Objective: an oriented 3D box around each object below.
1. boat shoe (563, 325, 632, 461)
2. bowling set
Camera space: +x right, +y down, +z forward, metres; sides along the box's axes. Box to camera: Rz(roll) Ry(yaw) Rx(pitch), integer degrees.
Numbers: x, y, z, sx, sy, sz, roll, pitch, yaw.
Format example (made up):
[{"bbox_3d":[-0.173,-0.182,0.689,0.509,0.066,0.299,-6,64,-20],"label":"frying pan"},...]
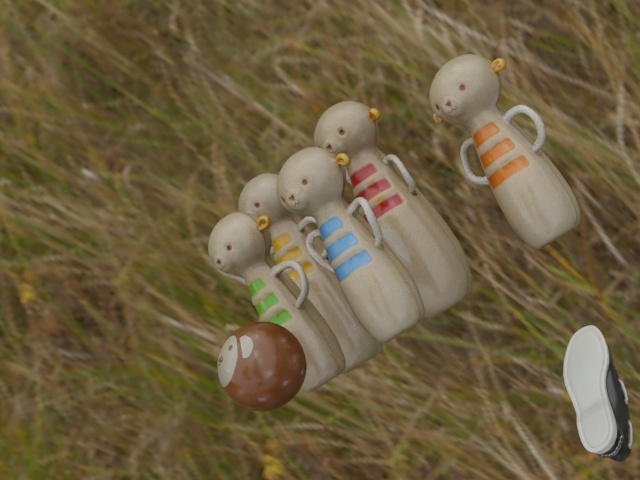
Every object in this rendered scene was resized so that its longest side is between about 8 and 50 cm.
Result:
[{"bbox_3d":[0.240,0.131,1.361,0.046,0.038,0.125,-35,42,29],"label":"boat shoe"},{"bbox_3d":[0.000,0.000,0.995,0.287,0.200,0.154,-38,81,45],"label":"bowling set"}]
